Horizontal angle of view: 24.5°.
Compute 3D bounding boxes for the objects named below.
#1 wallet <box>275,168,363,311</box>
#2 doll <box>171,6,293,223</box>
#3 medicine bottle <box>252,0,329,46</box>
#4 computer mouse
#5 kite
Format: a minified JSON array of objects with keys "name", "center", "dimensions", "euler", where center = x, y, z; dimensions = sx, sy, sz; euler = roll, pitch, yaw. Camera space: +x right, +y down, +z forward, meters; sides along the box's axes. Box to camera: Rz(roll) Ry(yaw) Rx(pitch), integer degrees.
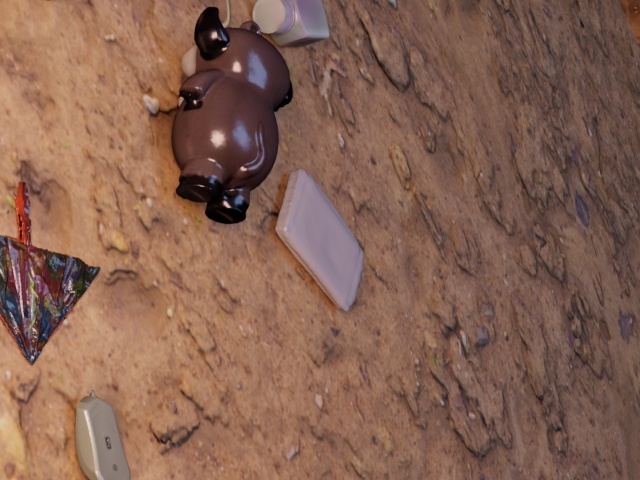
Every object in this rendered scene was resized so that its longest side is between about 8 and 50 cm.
[{"name":"wallet","center":[0.000,0.000,1.962],"dimensions":[0.183,0.032,0.124],"euler":[53,36,-38]},{"name":"doll","center":[-0.106,-0.150,1.754],"dimensions":[0.182,0.117,0.257],"euler":[41,44,-48]},{"name":"medicine bottle","center":[-0.041,-0.304,1.999],"dimensions":[0.118,0.055,0.074],"euler":[-13,90,-62]},{"name":"computer mouse","center":[-0.224,0.204,1.477],"dimensions":[0.056,0.032,0.110],"euler":[17,53,-58]},{"name":"kite","center":[-0.293,0.029,1.455],"dimensions":[0.232,0.009,0.189],"euler":[20,61,-56]}]
